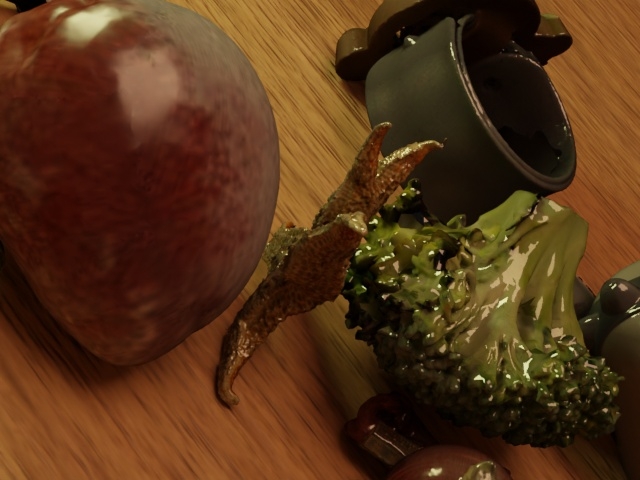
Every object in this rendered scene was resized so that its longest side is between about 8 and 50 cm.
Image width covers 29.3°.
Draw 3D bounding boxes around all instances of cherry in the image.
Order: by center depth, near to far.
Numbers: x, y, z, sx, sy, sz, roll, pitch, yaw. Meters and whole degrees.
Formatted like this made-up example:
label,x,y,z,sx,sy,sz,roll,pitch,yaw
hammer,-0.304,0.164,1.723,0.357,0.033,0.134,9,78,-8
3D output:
label,x,y,z,sx,sy,sz,roll,pitch,yaw
cherry,-0.181,-0.072,1.168,0.334,0.291,0.326,64,15,-12

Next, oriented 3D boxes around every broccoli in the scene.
label,x,y,z,sx,sy,sz,roll,pitch,yaw
broccoli,0.172,0.094,1.342,0.334,0.324,0.272,32,62,-14

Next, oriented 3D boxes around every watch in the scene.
label,x,y,z,sx,sy,sz,roll,pitch,yaw
watch,0.223,-0.178,1.678,0.335,0.314,0.326,14,56,-49

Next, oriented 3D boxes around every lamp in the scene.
label,x,y,z,sx,sy,sz,roll,pitch,yaw
lamp,0.111,0.264,1.223,0.215,0.151,0.223,40,-2,-6

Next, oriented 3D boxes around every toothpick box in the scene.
label,x,y,z,sx,sy,sz,roll,pitch,yaw
toothpick box,0.425,0.154,1.461,0.229,0.229,0.316,-72,146,-51

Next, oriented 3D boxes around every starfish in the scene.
label,x,y,z,sx,sy,sz,roll,pitch,yaw
starfish,0.016,-0.009,1.259,0.084,0.293,0.301,37,36,-6

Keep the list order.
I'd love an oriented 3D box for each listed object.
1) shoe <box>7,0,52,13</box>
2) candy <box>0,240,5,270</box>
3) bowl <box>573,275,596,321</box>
label,x,y,z,sx,sy,sz,roll,pitch,yaw
shoe,-0.325,-0.267,1.396,0.159,0.062,0.053,14,58,-35
candy,-0.342,-0.034,1.165,0.061,0.061,0.202,12,38,-36
bowl,0.250,0.078,1.538,0.189,0.189,0.086,39,73,-6
